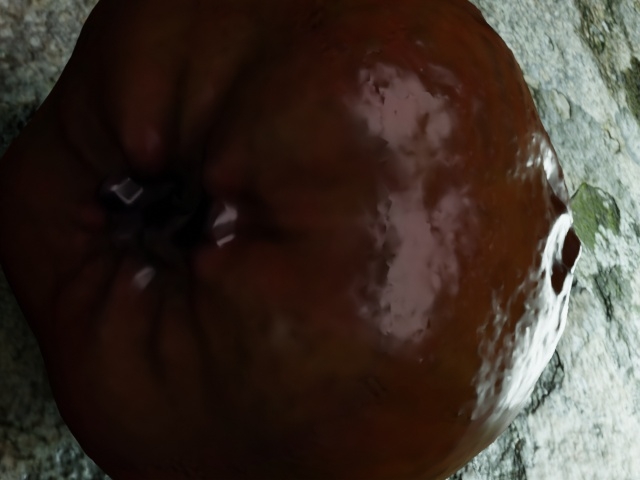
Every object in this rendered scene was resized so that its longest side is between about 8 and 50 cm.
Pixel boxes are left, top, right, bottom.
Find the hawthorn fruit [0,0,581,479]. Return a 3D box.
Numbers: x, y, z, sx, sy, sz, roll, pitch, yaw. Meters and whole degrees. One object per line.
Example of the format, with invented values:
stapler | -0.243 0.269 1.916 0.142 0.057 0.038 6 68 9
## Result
hawthorn fruit | 0.000 0.000 1.346 0.471 0.471 0.472 27 51 -39
